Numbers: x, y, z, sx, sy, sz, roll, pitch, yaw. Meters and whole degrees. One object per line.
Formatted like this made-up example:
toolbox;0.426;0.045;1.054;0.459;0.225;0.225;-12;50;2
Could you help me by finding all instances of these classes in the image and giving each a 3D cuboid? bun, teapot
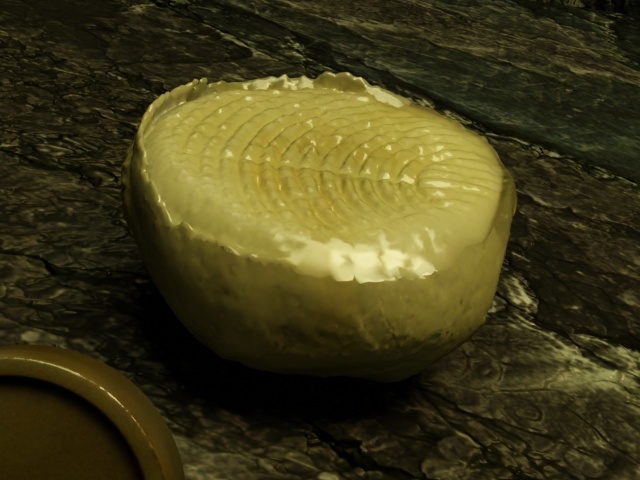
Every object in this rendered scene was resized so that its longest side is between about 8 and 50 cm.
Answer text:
bun;-0.003;0.001;1.064;0.364;0.202;0.364;8;31;-5
teapot;-0.161;0.162;0.695;0.268;0.185;0.175;49;-4;0
